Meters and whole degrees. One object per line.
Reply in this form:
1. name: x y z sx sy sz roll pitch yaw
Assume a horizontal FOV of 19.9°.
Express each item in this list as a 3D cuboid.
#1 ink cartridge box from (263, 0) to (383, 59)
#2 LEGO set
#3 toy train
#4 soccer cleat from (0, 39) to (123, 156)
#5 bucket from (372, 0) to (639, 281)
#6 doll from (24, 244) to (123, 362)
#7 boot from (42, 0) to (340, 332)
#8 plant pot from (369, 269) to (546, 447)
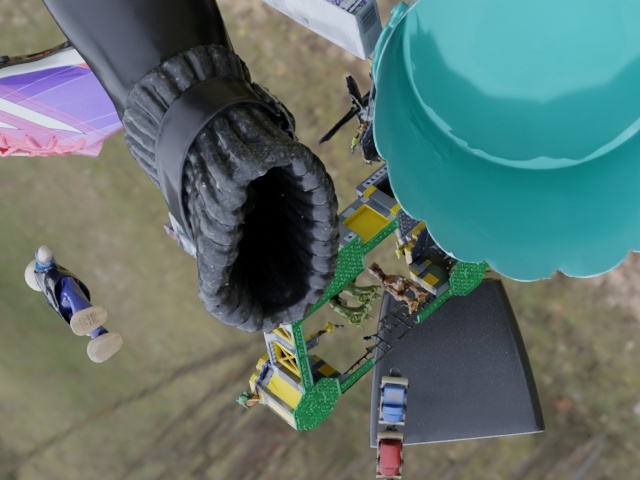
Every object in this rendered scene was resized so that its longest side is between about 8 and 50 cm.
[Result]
1. ink cartridge box: -0.004 -0.197 1.474 0.115 0.029 0.063 33 161 25
2. LEGO set: 0.000 0.000 1.776 0.192 0.331 0.255 35 161 33
3. toy train: 0.062 0.190 1.634 0.027 0.036 0.158 4 108 5
4. soccer cleat: -0.261 -0.117 1.656 0.108 0.318 0.116 -112 7 -76
5. bucket: 0.176 -0.124 1.440 0.281 0.183 0.281 2 116 5
6. doll: -0.273 0.059 1.957 0.189 0.046 0.129 36 157 57
7. boot: -0.104 -0.119 1.330 0.348 0.131 0.260 59 -177 -42
8. plant pot: 0.144 0.123 2.005 0.188 0.187 0.167 -32 -63 -84
